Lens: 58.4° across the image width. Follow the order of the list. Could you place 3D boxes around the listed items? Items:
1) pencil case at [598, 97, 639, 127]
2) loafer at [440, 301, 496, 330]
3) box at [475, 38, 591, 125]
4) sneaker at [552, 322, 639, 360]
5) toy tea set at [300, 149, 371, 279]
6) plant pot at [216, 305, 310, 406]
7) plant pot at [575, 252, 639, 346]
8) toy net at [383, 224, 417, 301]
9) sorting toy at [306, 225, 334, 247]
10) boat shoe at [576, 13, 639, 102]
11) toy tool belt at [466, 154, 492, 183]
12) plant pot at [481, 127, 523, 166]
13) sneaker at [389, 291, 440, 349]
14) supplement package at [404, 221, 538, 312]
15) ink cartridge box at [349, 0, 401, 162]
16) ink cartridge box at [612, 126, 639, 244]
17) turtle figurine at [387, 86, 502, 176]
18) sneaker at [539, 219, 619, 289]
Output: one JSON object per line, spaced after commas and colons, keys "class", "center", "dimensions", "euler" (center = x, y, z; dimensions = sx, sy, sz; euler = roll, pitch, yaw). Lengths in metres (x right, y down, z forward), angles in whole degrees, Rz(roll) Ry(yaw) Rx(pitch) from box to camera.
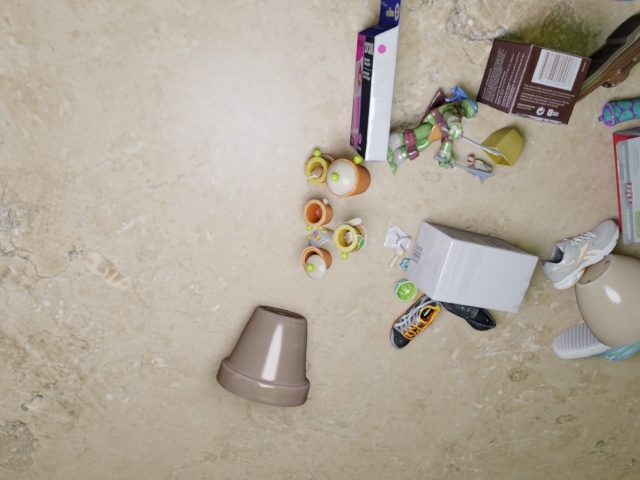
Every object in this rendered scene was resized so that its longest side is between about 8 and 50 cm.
{"class": "pencil case", "center": [0.866, -0.360, 1.604], "dimensions": [0.151, 0.064, 0.070], "euler": [-10, 97, -6]}
{"class": "loafer", "center": [0.447, 0.204, 1.737], "dimensions": [0.223, 0.078, 0.076], "euler": [37, 66, -24]}
{"class": "box", "center": [0.529, -0.402, 1.447], "dimensions": [0.168, 0.203, 0.167], "euler": [7, 111, -13]}
{"class": "sneaker", "center": [0.939, 0.345, 1.868], "dimensions": [0.365, 0.135, 0.150], "euler": [-16, 111, -3]}
{"class": "toy tea set", "center": [0.017, -0.064, 1.447], "dimensions": [0.124, 0.199, 0.336], "euler": [-3, 97, -55]}
{"class": "plant pot", "center": [-0.138, 0.311, 1.611], "dimensions": [0.262, 0.263, 0.230], "euler": [14, 90, -16]}
{"class": "plant pot", "center": [0.883, 0.147, 1.718], "dimensions": [0.191, 0.284, 0.284], "euler": [43, 99, -6]}
{"class": "toy net", "center": [0.256, 0.062, 1.670], "dimensions": [0.122, 0.045, 0.232], "euler": [-17, 114, -3]}
{"class": "sorting toy", "center": [0.000, 0.000, 1.579], "dimensions": [0.083, 0.075, 0.045], "euler": [-41, 113, 6]}
{"class": "boat shoe", "center": [0.769, -0.455, 1.521], "dimensions": [0.307, 0.111, 0.104], "euler": [-43, 112, 8]}
{"class": "toy tool belt", "center": [0.434, -0.196, 1.596], "dimensions": [0.083, 0.052, 0.051], "euler": [27, 96, -19]}
{"class": "plant pot", "center": [0.505, -0.262, 1.570], "dimensions": [0.081, 0.081, 0.083], "euler": [38, 89, -22]}
{"class": "sneaker", "center": [0.285, 0.248, 1.732], "dimensions": [0.084, 0.083, 0.215], "euler": [27, 106, -21]}
{"class": "supplement package", "center": [0.422, 0.076, 1.615], "dimensions": [0.292, 0.175, 0.178], "euler": [11, 104, -22]}
{"class": "ink cartridge box", "center": [0.130, -0.391, 1.390], "dimensions": [0.069, 0.176, 0.371], "euler": [1, 111, -11]}
{"class": "ink cartridge box", "center": [0.944, -0.169, 1.639], "dimensions": [0.271, 0.130, 0.310], "euler": [-13, 104, -5]}
{"class": "turtle figurine", "center": [0.306, -0.235, 1.469], "dimensions": [0.266, 0.198, 0.275], "euler": [-22, 101, 8]}
{"class": "sneaker", "center": [0.779, 0.023, 1.731], "dimensions": [0.121, 0.099, 0.262], "euler": [42, 95, -12]}
